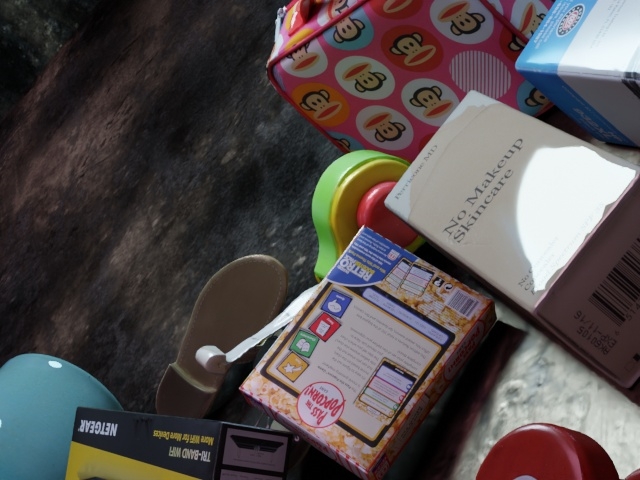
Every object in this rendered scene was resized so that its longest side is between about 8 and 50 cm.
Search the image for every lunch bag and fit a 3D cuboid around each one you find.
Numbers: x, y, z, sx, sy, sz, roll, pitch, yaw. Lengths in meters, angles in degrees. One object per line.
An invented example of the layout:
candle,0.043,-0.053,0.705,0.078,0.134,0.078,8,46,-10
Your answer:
lunch bag,0.088,-0.203,1.522,0.293,0.258,0.120,-25,37,43

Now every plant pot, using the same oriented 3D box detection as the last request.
plant pot,-0.348,0.271,1.655,0.272,0.271,0.255,-26,22,42

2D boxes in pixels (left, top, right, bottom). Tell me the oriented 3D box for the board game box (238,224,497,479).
board game box,0.044,0.101,1.335,0.147,0.045,0.193,32,73,24

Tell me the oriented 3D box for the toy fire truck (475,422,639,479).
toy fire truck,0.147,0.274,0.959,0.302,0.169,0.253,-31,52,39

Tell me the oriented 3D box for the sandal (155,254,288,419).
sandal,-0.100,0.104,1.652,0.240,0.088,0.079,-57,-14,21

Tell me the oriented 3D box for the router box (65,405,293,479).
router box,-0.154,0.287,1.407,0.309,0.081,0.242,-6,73,56

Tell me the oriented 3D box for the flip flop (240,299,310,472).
flip flop,-0.018,0.145,1.473,0.112,0.080,0.277,-51,12,13

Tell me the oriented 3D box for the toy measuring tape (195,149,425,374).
toy measuring tape,0.000,0.000,1.471,0.330,0.121,0.121,-33,22,-14

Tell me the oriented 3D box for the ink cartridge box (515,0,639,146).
ink cartridge box,0.340,-0.190,1.239,0.223,0.129,0.307,-55,26,-7

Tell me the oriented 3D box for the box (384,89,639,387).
box,0.190,-0.012,1.268,0.148,0.121,0.311,-53,26,0
